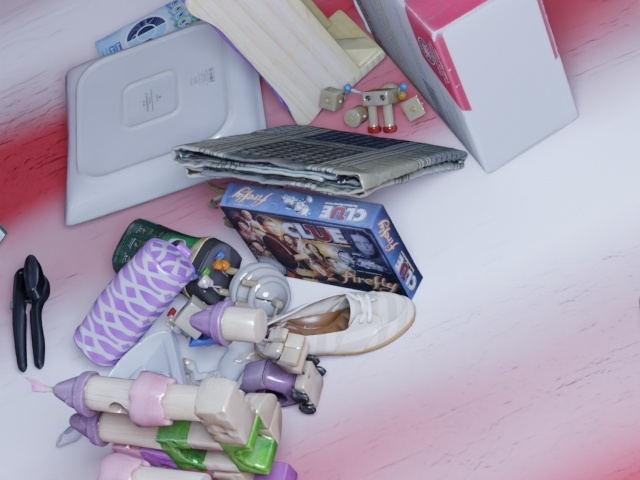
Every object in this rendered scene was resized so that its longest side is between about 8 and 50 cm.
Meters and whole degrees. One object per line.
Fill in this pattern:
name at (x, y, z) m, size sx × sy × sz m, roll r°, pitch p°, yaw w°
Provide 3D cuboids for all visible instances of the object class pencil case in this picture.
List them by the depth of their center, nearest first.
pencil case at (-0.258, 0.084, 1.977) m, size 0.206 × 0.086 × 0.088 m, roll -46°, pitch 2°, yaw 23°

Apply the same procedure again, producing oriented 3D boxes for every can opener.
can opener at (-0.436, 0.114, 2.122) m, size 0.059 × 0.073 × 0.186 m, roll -10°, pitch 58°, yaw 9°

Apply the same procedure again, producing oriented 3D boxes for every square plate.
square plate at (-0.260, -0.213, 2.262) m, size 0.344 × 0.049 × 0.347 m, roll -18°, pitch 50°, yaw 12°

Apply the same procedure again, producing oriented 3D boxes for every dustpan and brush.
dustpan and brush at (-0.276, 0.224, 1.941) m, size 0.211 × 0.060 × 0.147 m, roll -44°, pitch 39°, yaw 21°

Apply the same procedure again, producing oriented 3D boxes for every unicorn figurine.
unicorn figurine at (-0.122, 0.158, 1.930) m, size 0.111 × 0.060 × 0.162 m, roll 17°, pitch 78°, yaw 31°

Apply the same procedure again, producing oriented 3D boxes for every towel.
towel at (0.000, -0.105, 1.961) m, size 0.312 × 0.056 × 0.324 m, roll 11°, pitch 14°, yaw 30°

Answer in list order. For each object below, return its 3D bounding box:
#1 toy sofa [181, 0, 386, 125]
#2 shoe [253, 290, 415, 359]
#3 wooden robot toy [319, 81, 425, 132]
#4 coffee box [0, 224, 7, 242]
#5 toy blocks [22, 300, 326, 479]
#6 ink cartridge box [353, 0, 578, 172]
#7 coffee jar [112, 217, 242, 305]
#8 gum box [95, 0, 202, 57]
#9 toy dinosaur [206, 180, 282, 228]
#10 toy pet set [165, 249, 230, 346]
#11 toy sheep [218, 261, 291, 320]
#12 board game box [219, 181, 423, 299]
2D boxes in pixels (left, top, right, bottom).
toy sofa at (-0.078, -0.345, 2.106) m, size 0.177 × 0.362 × 0.150 m, roll -43°, pitch 46°, yaw 4°
shoe at (0.019, 0.110, 1.861) m, size 0.219 × 0.058 × 0.076 m, roll -14°, pitch 59°, yaw -5°
wooden robot toy at (0.091, -0.204, 2.128) m, size 0.173 × 0.076 × 0.079 m, roll 2°, pitch 19°, yaw 29°
coffee box at (-0.595, 0.037, 2.276) m, size 0.113 × 0.040 × 0.184 m, roll 14°, pitch 61°, yaw 35°
toy blocks at (-0.182, 0.226, 1.736) m, size 0.260 × 0.288 × 0.309 m, roll 3°, pitch 58°, yaw 22°
ink cartridge box at (0.175, -0.325, 2.018) m, size 0.160 × 0.279 × 0.384 m, roll -33°, pitch 46°, yaw -2°
coffee jar at (-0.205, 0.032, 2.053) m, size 0.184 × 0.079 × 0.096 m, roll 15°, pitch 69°, yaw 35°
gum box at (-0.279, -0.321, 2.412) m, size 0.184 × 0.041 × 0.157 m, roll -28°, pitch 47°, yaw 4°
toy dinosaur at (-0.122, -0.064, 2.125) m, size 0.183 × 0.053 × 0.092 m, roll -2°, pitch 34°, yaw 41°
toy pet set at (-0.150, 0.092, 1.925) m, size 0.122 × 0.065 × 0.114 m, roll -50°, pitch 11°, yaw 14°
toy sheep at (-0.084, 0.071, 1.952) m, size 0.091 × 0.091 × 0.132 m, roll -39°, pitch 30°, yaw -7°
board game box at (0.000, 0.000, 1.918) m, size 0.243 × 0.165 × 0.042 m, roll 9°, pitch 58°, yaw 33°
